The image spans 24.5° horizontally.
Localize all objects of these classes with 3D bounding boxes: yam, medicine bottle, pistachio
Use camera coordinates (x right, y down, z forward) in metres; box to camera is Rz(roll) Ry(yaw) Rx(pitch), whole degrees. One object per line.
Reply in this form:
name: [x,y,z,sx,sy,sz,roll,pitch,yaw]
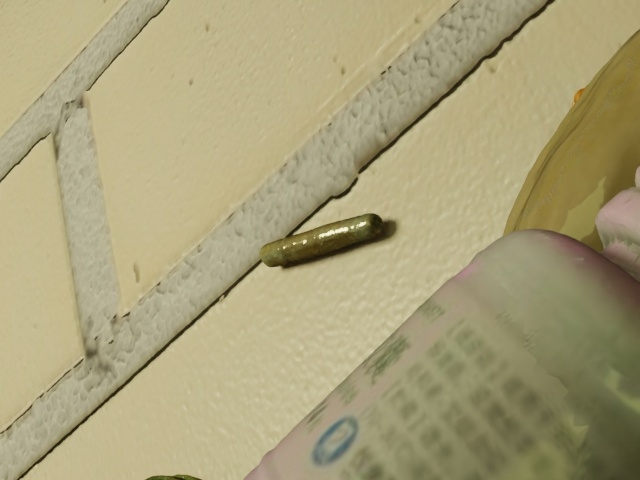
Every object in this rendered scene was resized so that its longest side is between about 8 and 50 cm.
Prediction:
yam: [0.000,0.000,1.040,0.116,0.021,0.021,-16,60,45]
medicine bottle: [0.148,0.099,0.598,0.325,0.256,0.256,-45,41,1]
pistachio: [0.172,-0.025,0.769,0.136,0.136,0.226,21,80,52]

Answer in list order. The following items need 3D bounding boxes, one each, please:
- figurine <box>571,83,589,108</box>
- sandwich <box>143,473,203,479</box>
figurine: [0.161,-0.038,0.854,0.064,0.047,0.109,4,82,43]
sandwich: [-0.105,0.200,1.053,0.135,0.029,0.067,-4,68,49]
